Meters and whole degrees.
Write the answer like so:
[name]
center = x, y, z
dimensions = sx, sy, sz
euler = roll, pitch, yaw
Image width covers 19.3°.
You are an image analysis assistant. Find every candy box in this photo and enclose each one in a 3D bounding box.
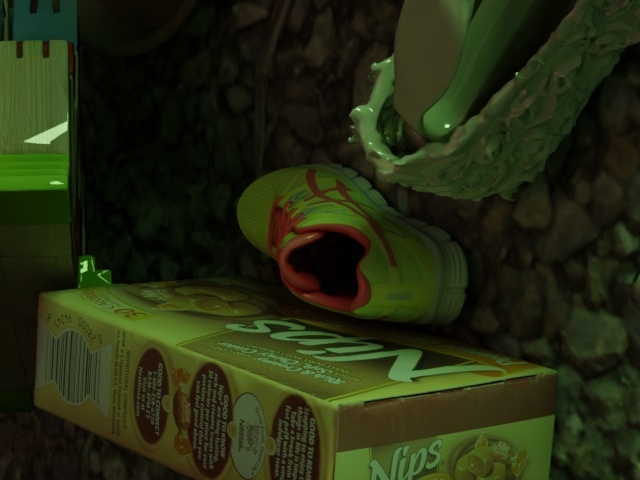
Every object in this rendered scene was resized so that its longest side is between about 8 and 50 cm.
[candy box]
center = -0.025, 0.096, 1.213
dimensions = 0.316, 0.183, 0.088
euler = 16, 106, 48

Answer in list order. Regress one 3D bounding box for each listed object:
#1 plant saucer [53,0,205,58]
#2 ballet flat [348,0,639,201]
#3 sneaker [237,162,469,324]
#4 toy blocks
[plant saucer]
center = -0.140, -0.277, 1.425
dimensions = 0.278, 0.041, 0.278
euler = 7, 99, 50
[ballet flat]
center = 0.137, -0.177, 1.035
dimensions = 0.147, 0.147, 0.409
euler = 52, 129, 33
[sneaker]
center = 0.000, 0.000, 1.244
dimensions = 0.208, 0.094, 0.081
euler = 22, 112, 48
[toy blocks]
center = -0.229, -0.062, 1.405
dimensions = 0.381, 0.190, 0.261
euler = 99, 168, -64
